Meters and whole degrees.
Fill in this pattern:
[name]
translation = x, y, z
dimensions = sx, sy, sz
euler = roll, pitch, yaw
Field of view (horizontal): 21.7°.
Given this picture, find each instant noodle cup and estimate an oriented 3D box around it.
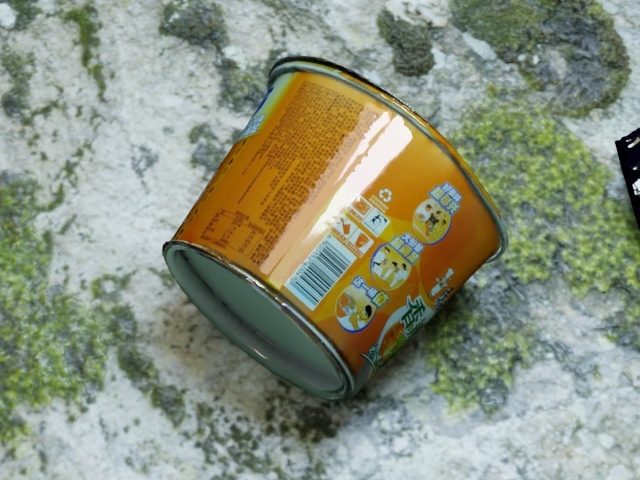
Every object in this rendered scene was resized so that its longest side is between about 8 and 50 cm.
[instant noodle cup]
translation = 0.000, 0.000, 1.592
dimensions = 0.296, 0.296, 0.214
euler = 33, 71, 21

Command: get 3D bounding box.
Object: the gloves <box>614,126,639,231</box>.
[gloves]
translation = 0.456, -0.066, 1.698
dimensions = 0.301, 0.152, 0.197
euler = -7, 65, -6
